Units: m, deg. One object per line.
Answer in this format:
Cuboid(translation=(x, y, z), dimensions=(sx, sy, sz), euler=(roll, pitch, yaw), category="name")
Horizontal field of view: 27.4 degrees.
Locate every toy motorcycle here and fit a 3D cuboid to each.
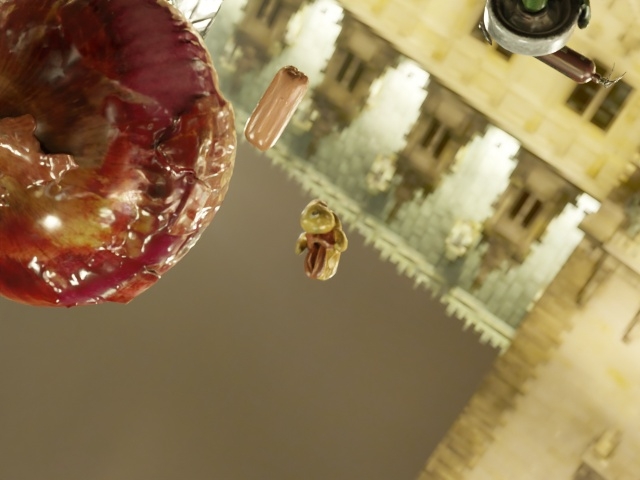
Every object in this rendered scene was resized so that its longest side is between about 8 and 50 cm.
Cuboid(translation=(0.152, -0.296, 1.029), dimensions=(0.127, 0.205, 0.275), euler=(-19, -115, -12), category="toy motorcycle")

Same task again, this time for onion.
Cuboid(translation=(-0.173, -0.066, 0.838), dimensions=(0.230, 0.230, 0.163), euler=(42, -170, 18), category="onion")

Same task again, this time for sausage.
Cuboid(translation=(-0.040, -0.123, 1.214), dimensions=(0.034, 0.083, 0.034), euler=(29, -159, -12), category="sausage")

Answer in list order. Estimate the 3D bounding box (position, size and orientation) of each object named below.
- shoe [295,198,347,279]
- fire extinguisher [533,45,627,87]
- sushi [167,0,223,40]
Cuboid(translation=(0.003, 0.002, 1.829), dimensions=(0.072, 0.109, 0.069), euler=(18, -165, 14), category="shoe")
Cuboid(translation=(0.230, -0.166, 1.214), dimensions=(0.100, 0.032, 0.046), euler=(31, -179, 6), category="fire extinguisher")
Cuboid(translation=(-0.190, -0.136, 1.414), dimensions=(0.064, 0.359, 0.343), euler=(27, 172, -26), category="sushi")
